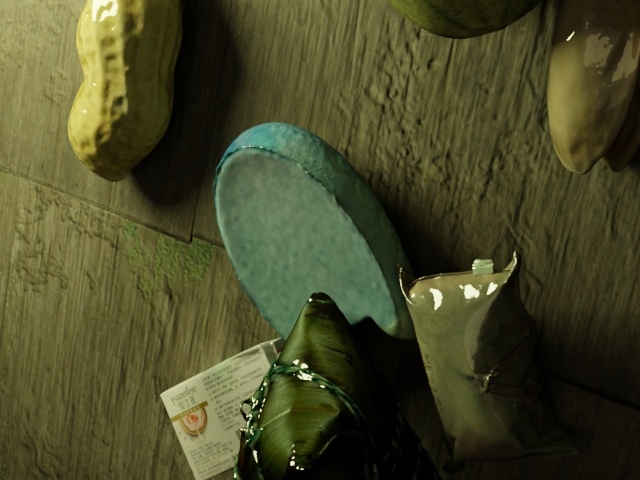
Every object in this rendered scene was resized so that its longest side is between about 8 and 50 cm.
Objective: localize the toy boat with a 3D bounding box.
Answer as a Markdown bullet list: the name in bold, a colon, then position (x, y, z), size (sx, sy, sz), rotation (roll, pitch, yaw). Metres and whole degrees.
- **toy boat**: position (0.000, 0.000, 1.452), size (0.215, 0.123, 0.330), rotation (-35, 91, 38)

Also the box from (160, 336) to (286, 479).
- **box**: position (-0.103, 0.225, 1.550), size (0.199, 0.081, 0.135), rotation (-28, 83, 29)

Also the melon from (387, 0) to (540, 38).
- **melon**: position (0.133, -0.377, 1.218), size (0.248, 0.248, 0.329), rotation (-17, 94, 32)

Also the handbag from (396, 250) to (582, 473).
- **handbag**: position (0.192, 0.146, 1.338), size (0.182, 0.117, 0.270), rotation (-9, 101, 31)

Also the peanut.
- **peanut**: position (-0.262, -0.222, 1.548), size (0.147, 0.147, 0.305), rotation (19, 112, 27)

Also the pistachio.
- **pistachio**: position (0.302, -0.180, 1.222), size (0.152, 0.126, 0.223), rotation (-153, 59, -61)

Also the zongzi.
- **zongzi**: position (0.065, 0.299, 1.364), size (0.362, 0.319, 0.383), rotation (10, 126, 1)
